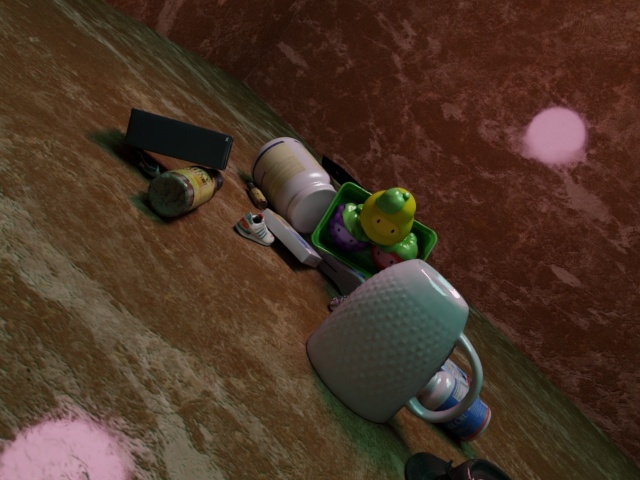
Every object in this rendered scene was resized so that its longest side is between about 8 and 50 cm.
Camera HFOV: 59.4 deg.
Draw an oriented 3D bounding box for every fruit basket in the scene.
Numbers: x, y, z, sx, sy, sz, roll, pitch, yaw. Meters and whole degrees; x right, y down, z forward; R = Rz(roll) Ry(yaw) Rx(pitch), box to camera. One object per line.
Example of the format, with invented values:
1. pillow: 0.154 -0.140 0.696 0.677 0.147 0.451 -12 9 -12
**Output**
1. fruit basket: 0.187 -0.024 1.822 0.392 0.283 0.392 31 -4 3

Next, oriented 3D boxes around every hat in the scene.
1. hat: 0.343 0.551 1.189 0.331 0.134 0.331 39 13 -11

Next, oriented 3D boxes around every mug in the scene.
1. mug: 0.206 0.249 1.311 0.374 0.328 0.276 47 15 20

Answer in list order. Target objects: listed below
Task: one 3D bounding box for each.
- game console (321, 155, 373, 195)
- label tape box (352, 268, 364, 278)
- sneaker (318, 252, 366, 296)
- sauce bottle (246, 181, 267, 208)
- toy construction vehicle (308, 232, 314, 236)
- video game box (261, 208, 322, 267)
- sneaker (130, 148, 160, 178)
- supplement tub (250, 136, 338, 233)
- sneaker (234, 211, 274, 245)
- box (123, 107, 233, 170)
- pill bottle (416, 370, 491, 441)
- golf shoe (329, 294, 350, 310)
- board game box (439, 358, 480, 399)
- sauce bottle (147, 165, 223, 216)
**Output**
1. game console: 0.152 -0.193 2.110 0.361 0.044 0.213 26 18 -48
2. label tape box: 0.186 0.003 2.184 0.106 0.240 0.334 41 14 -7
3. sneaker: 0.100 0.133 1.862 0.258 0.094 0.091 49 20 30
4. sauce bottle: -0.227 -0.160 1.972 0.042 0.042 0.128 28 17 -45
5. toy construction vehicle: 0.000 0.000 2.115 0.086 0.035 0.098 37 15 -20
6. video game box: -0.092 -0.004 1.794 0.205 0.048 0.187 46 1 13
7. sneaker: -0.461 -0.199 1.477 0.109 0.040 0.044 43 -16 24
8. supplement tub: -0.092 -0.203 2.061 0.235 0.235 0.325 25 22 -50
9. sneaker: -0.177 -0.037 1.659 0.161 0.075 0.057 24 23 -51
10. box: -0.374 -0.270 1.521 0.261 0.103 0.184 15 4 -10
11. pill bottle: 0.350 0.442 1.551 0.221 0.124 0.124 40 14 -5
12. golf shoe: 0.104 0.207 1.697 0.186 0.086 0.067 1 5 -39
13. board game box: 0.457 0.469 1.938 0.211 0.039 0.160 42 14 2
14. sauce bottle: -0.338 -0.140 1.469 0.111 0.111 0.344 41 13 -5
